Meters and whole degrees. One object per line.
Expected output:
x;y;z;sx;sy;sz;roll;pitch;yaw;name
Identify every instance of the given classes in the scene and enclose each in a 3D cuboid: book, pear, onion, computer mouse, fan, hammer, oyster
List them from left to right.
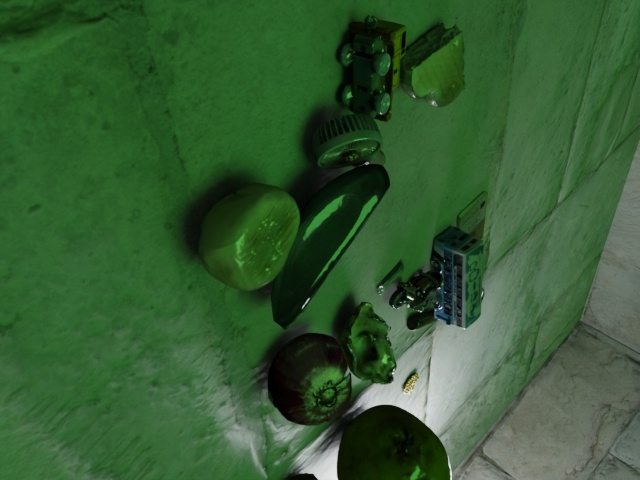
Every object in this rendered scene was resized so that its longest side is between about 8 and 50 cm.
-0.033;0.320;1.445;0.200;0.200;0.207;-28;149;-38;onion
-0.002;-0.002;1.245;0.374;0.114;0.203;-56;176;4;computer mouse
0.071;-0.175;1.232;0.130;0.074;0.244;-21;166;19;fan
0.122;0.281;1.673;0.166;0.110;0.341;-57;145;-11;oyster
0.211;0.673;1.892;0.352;0.352;0.413;-47;157;-17;pear
0.414;0.236;2.077;0.440;0.044;0.168;-8;124;-50;hammer
0.461;-0.040;1.937;0.138;0.016;0.198;-40;143;-26;book

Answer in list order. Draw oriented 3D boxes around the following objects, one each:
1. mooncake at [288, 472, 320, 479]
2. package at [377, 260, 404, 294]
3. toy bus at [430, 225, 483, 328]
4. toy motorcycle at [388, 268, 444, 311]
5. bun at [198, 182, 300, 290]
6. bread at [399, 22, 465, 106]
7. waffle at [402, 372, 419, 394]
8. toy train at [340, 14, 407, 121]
-0.071;0.775;1.811;0.228;0.124;0.228;-31;134;-39;mooncake
0.190;0.100;1.693;0.110;0.015;0.037;-44;145;-19;package
0.401;0.114;1.865;0.106;0.131;0.297;-33;130;-33;toy bus
0.274;0.137;1.779;0.212;0.084;0.118;2;123;-48;toy motorcycle
-0.127;-0.016;1.086;0.193;0.128;0.178;-57;149;-23;bun
0.239;-0.371;1.329;0.232;0.064;0.172;-4;119;-53;bread
0.310;0.491;2.173;0.078;0.016;0.085;25;95;-57;waffle
0.104;-0.317;1.177;0.127;0.089;0.219;-44;145;-38;toy train
